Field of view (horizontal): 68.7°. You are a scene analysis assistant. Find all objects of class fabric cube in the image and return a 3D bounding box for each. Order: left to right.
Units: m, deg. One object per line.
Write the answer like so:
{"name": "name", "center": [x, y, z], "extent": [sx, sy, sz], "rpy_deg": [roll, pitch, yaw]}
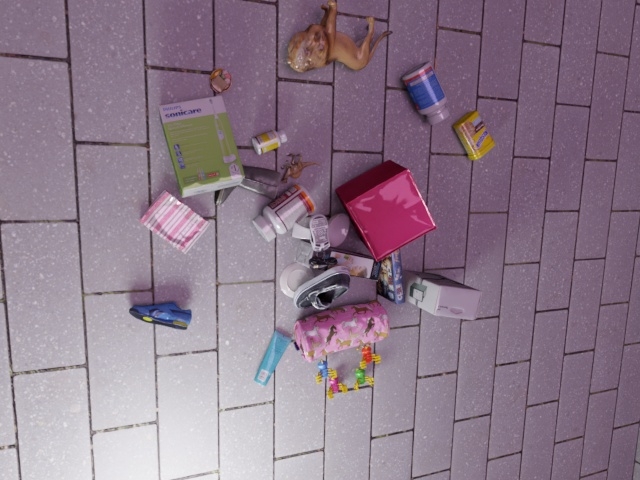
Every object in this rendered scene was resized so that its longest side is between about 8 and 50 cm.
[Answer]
{"name": "fabric cube", "center": [0.237, -0.119, 1.748], "extent": [0.254, 0.258, 0.259], "rpy_deg": [-29, 108, 1]}

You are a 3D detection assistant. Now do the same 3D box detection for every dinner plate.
{"name": "dinner plate", "center": [-0.089, 0.157, 1.828], "extent": [0.141, 0.017, 0.141], "rpy_deg": [-3, 99, -22]}

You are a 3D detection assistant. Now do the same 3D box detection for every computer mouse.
{"name": "computer mouse", "center": [0.000, 0.000, 1.651], "extent": [0.106, 0.042, 0.193], "rpy_deg": [-10, 101, -17]}

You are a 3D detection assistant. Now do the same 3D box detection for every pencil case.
{"name": "pencil case", "center": [0.088, 0.354, 1.854], "extent": [0.386, 0.160, 0.167], "rpy_deg": [-12, 132, -20]}

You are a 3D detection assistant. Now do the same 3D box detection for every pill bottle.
{"name": "pill bottle", "center": [-0.182, -0.357, 1.680], "extent": [0.116, 0.065, 0.065], "rpy_deg": [-25, 107, -15]}
{"name": "pill bottle", "center": [-0.133, -0.100, 1.711], "extent": [0.221, 0.121, 0.121], "rpy_deg": [-38, 110, -11]}
{"name": "pill bottle", "center": [0.423, -0.575, 1.847], "extent": [0.124, 0.124, 0.221], "rpy_deg": [-36, 109, -12]}

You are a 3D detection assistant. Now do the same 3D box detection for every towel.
{"name": "towel", "center": [-0.502, -0.063, 1.624], "extent": [0.197, 0.029, 0.144], "rpy_deg": [40, 84, -22]}

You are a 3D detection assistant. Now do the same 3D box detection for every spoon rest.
{"name": "spoon rest", "center": [0.021, -0.035, 1.760], "extent": [0.276, 0.084, 0.137], "rpy_deg": [-6, 114, -46]}

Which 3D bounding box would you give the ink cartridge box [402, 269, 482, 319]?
{"name": "ink cartridge box", "center": [0.477, 0.216, 1.909], "extent": [0.211, 0.289, 0.122], "rpy_deg": [9, 96, -23]}

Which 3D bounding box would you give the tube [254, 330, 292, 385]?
{"name": "tube", "center": [-0.189, 0.461, 1.824], "extent": [0.080, 0.052, 0.207], "rpy_deg": [31, 82, -28]}

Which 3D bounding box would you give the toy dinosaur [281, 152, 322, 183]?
{"name": "toy dinosaur", "center": [-0.087, -0.278, 1.747], "extent": [0.183, 0.053, 0.093], "rpy_deg": [-33, 127, -23]}

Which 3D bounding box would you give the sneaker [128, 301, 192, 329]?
{"name": "sneaker", "center": [-0.557, 0.252, 1.644], "extent": [0.209, 0.069, 0.082], "rpy_deg": [16, 60, -14]}

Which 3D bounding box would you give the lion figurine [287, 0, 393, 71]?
{"name": "lion figurine", "center": [0.076, -0.697, 1.687], "extent": [0.392, 0.142, 0.240], "rpy_deg": [6, 104, -26]}

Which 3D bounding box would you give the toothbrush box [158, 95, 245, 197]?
{"name": "toothbrush box", "center": [-0.390, -0.307, 1.540], "extent": [0.206, 0.122, 0.283], "rpy_deg": [-16, 89, -18]}

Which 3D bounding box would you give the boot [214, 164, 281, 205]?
{"name": "boot", "center": [-0.260, -0.188, 1.682], "extent": [0.208, 0.076, 0.190], "rpy_deg": [19, 93, -29]}

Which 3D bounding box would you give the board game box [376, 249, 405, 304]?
{"name": "board game box", "center": [0.272, 0.118, 1.881], "extent": [0.042, 0.165, 0.243], "rpy_deg": [-12, 102, -19]}

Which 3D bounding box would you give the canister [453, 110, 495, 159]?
{"name": "canister", "center": [0.650, -0.446, 1.985], "extent": [0.126, 0.073, 0.170], "rpy_deg": [-40, 109, -11]}

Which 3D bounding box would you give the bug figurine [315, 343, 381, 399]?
{"name": "bug figurine", "center": [0.107, 0.534, 1.916], "extent": [0.279, 0.072, 0.216], "rpy_deg": [-14, 121, -13]}

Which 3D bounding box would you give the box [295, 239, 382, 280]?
{"name": "box", "center": [0.070, 0.077, 1.796], "extent": [0.290, 0.169, 0.087], "rpy_deg": [13, 92, -21]}

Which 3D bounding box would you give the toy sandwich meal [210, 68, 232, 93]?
{"name": "toy sandwich meal", "center": [-0.341, -0.548, 1.605], "extent": [0.085, 0.029, 0.086], "rpy_deg": [-4, 100, -21]}

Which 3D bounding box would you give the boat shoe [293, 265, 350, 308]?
{"name": "boat shoe", "center": [0.003, 0.204, 1.733], "extent": [0.108, 0.301, 0.102], "rpy_deg": [24, 47, -34]}
